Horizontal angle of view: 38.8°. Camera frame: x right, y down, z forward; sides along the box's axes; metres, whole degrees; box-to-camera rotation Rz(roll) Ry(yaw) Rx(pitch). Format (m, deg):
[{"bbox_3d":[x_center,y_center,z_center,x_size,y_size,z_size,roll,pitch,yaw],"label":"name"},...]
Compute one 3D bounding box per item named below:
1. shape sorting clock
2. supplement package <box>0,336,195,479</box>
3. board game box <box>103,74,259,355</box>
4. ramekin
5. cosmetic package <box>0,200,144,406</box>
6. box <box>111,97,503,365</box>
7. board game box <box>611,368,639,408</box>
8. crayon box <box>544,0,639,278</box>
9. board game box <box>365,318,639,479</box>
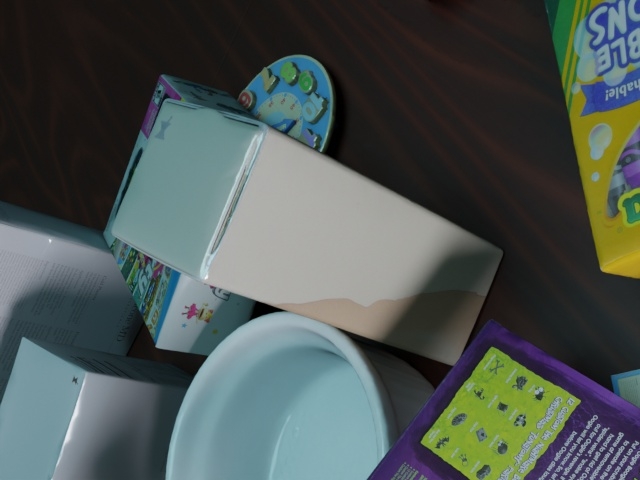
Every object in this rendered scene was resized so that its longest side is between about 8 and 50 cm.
[{"bbox_3d":[-0.059,-0.124,1.073,0.206,0.040,0.206,-18,64,39],"label":"shape sorting clock"},{"bbox_3d":[-0.238,0.230,1.002,0.149,0.203,0.194,15,86,46],"label":"supplement package"},{"bbox_3d":[-0.141,-0.040,1.021,0.303,0.097,0.224,45,117,57],"label":"board game box"},{"bbox_3d":[-0.005,0.214,0.828,0.277,0.135,0.277,-19,62,40],"label":"ramekin"},{"bbox_3d":[-0.399,0.148,1.134,0.097,0.284,0.377,37,102,47],"label":"cosmetic package"},{"bbox_3d":[0.000,0.000,0.771,0.148,0.311,0.121,22,90,48],"label":"box"},{"bbox_3d":[0.274,0.162,0.648,0.103,0.026,0.154,-22,60,38],"label":"board game box"},{"bbox_3d":[0.285,-0.107,0.656,0.203,0.083,0.323,-31,58,48],"label":"crayon box"},{"bbox_3d":[0.101,0.242,0.611,0.208,0.056,0.347,31,74,36],"label":"board game box"}]
